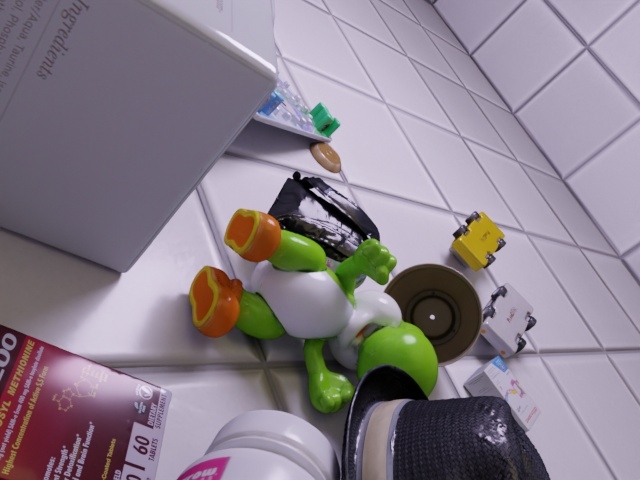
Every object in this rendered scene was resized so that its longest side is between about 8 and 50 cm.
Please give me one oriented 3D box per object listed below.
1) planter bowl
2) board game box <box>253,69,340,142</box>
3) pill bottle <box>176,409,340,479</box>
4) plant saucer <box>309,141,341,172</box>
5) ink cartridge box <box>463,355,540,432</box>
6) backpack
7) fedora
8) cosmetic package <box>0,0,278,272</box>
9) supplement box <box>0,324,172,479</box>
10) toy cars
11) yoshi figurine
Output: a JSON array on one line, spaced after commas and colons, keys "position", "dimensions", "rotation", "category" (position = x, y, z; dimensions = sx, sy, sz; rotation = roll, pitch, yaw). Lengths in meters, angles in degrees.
[{"position": [0.182, 0.124, 1.028], "dimensions": [0.162, 0.162, 0.109], "rotation": [55, 6, 16], "category": "planter bowl"}, {"position": [-0.145, -0.360, 1.183], "dimensions": [0.390, 0.050, 0.390], "rotation": [51, 17, 11], "category": "board game box"}, {"position": [-0.071, 0.272, 0.498], "dimensions": [0.160, 0.160, 0.283], "rotation": [43, 21, -6], "category": "pill bottle"}, {"position": [0.015, -0.175, 1.291], "dimensions": [0.083, 0.015, 0.083], "rotation": [32, 33, -24], "category": "plant saucer"}, {"position": [0.319, 0.275, 1.097], "dimensions": [0.122, 0.052, 0.088], "rotation": [55, 31, 12], "category": "ink cartridge box"}, {"position": [0.000, 0.000, 0.959], "dimensions": [0.182, 0.115, 0.152], "rotation": [28, 50, -5], "category": "backpack"}, {"position": [0.151, 0.269, 0.639], "dimensions": [0.334, 0.152, 0.334], "rotation": [49, 28, -37], "category": "fedora"}, {"position": [-0.296, -0.237, 0.673], "dimensions": [0.393, 0.327, 0.330], "rotation": [26, 36, -29], "category": "cosmetic package"}, {"position": [-0.252, 0.151, 0.518], "dimensions": [0.239, 0.073, 0.130], "rotation": [29, 35, -25], "category": "supplement box"}, {"position": [0.345, 0.091, 1.325], "dimensions": [0.176, 0.087, 0.394], "rotation": [21, 42, -28], "category": "toy cars"}, {"position": [0.027, 0.111, 0.816], "dimensions": [0.362, 0.203, 0.203], "rotation": [30, 49, -30], "category": "yoshi figurine"}]
